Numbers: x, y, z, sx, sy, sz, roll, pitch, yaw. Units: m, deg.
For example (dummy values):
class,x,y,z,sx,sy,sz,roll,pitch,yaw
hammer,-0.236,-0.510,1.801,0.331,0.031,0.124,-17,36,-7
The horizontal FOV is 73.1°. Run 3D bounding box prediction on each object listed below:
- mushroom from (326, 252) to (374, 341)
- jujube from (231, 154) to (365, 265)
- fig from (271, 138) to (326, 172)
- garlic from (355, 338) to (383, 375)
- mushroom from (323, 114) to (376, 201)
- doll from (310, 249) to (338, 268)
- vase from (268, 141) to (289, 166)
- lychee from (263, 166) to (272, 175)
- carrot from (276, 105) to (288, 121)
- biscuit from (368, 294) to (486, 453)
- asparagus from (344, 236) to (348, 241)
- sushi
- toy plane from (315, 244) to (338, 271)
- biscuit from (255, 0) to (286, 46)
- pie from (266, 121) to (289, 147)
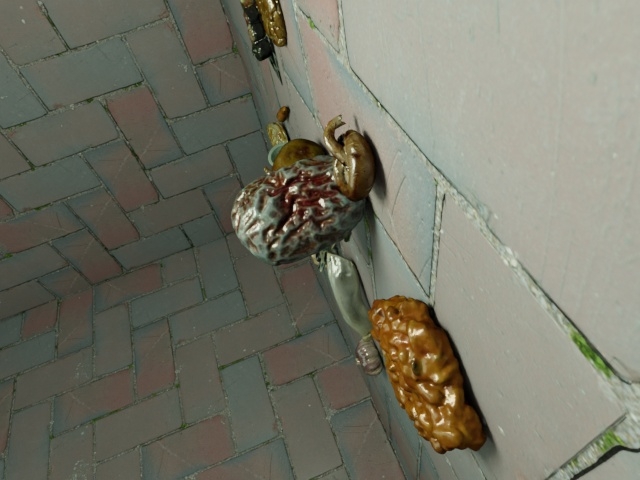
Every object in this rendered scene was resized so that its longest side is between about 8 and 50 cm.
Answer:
class,x,y,z,sx,sy,sz,roll,pitch,yaw
mushroom,0.108,0.201,1.552,0.097,0.109,0.352,-141,30,-82
jujube,-0.047,-0.076,1.029,0.226,0.316,0.226,62,179,3
fig,-0.045,-0.205,1.226,0.290,0.190,0.191,-148,37,-82
garlic,0.199,0.495,1.814,0.147,0.101,0.159,-139,28,-75
mushroom,0.060,-0.163,0.849,0.171,0.080,0.135,70,162,-6
doll,0.000,0.001,1.918,0.278,0.119,0.154,-103,-2,-49
vase,-0.129,-0.292,1.937,0.299,0.143,0.143,72,174,-63
lychee,-0.107,-0.161,1.658,0.255,0.255,0.300,-133,19,-75
carrot,-0.148,-0.513,1.739,0.191,0.047,0.047,-159,48,-77
biscuit,0.204,0.270,0.907,0.318,0.110,0.312,125,125,-83
asparagus,0.089,-0.015,1.426,0.018,0.015,0.127,58,173,11
sushi,-0.244,-0.768,1.553,0.339,0.068,0.320,79,169,-60
toy plane,0.011,0.061,1.640,0.192,0.088,0.262,34,-147,-7
biscuit,-0.150,-0.658,1.208,0.226,0.042,0.226,158,90,-85
pie,-0.193,-0.475,2.071,0.205,0.084,0.179,99,148,-75
